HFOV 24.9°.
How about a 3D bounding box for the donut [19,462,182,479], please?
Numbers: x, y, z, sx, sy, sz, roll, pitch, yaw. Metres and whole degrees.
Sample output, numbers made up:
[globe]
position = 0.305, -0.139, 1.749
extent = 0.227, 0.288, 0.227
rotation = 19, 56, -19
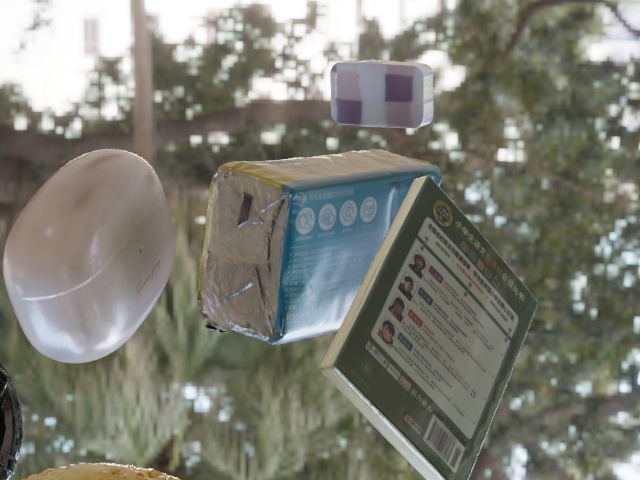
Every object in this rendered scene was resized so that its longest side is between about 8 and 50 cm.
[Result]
[donut]
position = -0.234, 0.382, 1.323
extent = 0.435, 0.163, 0.377
rotation = -31, -125, -5

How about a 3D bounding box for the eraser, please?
[eraser]
position = 0.061, -0.146, 1.450
extent = 0.105, 0.065, 0.026
rotation = 5, -164, 30

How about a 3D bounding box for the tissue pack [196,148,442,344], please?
[tissue pack]
position = 0.000, 0.000, 1.658
extent = 0.134, 0.192, 0.271
rotation = 17, -163, 38

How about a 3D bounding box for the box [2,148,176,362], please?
[box]
position = -0.187, 0.011, 1.200
extent = 0.088, 0.146, 0.200
rotation = -3, -151, 19

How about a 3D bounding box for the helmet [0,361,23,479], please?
[helmet]
position = -0.526, 0.262, 1.897
extent = 0.230, 0.279, 0.160
rotation = 22, 163, -38

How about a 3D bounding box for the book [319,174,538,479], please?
[book]
position = 0.116, 0.092, 1.436
extent = 0.027, 0.202, 0.264
rotation = -21, -149, 44
